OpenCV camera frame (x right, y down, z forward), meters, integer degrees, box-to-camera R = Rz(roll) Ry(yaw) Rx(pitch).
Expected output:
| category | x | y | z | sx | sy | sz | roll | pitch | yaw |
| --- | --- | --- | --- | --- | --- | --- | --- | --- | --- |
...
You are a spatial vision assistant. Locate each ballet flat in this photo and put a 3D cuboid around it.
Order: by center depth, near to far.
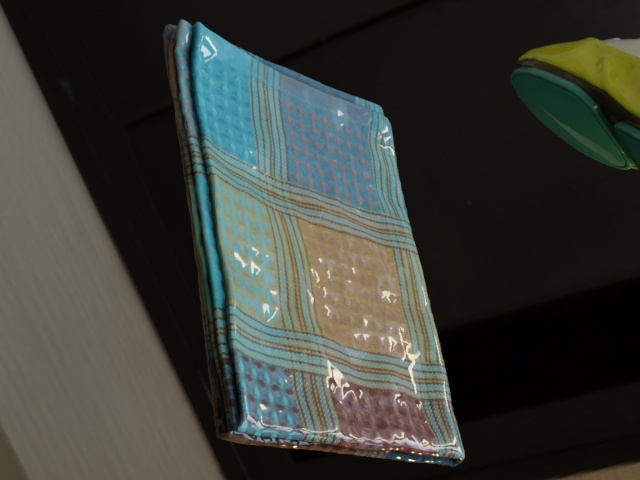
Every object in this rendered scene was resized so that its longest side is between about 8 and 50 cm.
| category | x | y | z | sx | sy | sz | roll | pitch | yaw |
| --- | --- | --- | --- | --- | --- | --- | --- | --- | --- |
| ballet flat | 0.183 | -0.073 | 0.494 | 0.077 | 0.077 | 0.231 | -37 | -156 | 5 |

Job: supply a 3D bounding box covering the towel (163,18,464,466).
| category | x | y | z | sx | sy | sz | roll | pitch | yaw |
| --- | --- | --- | --- | --- | --- | --- | --- | --- | --- |
| towel | 0.000 | 0.000 | 0.769 | 0.271 | 0.370 | 0.040 | 17 | 140 | -42 |
